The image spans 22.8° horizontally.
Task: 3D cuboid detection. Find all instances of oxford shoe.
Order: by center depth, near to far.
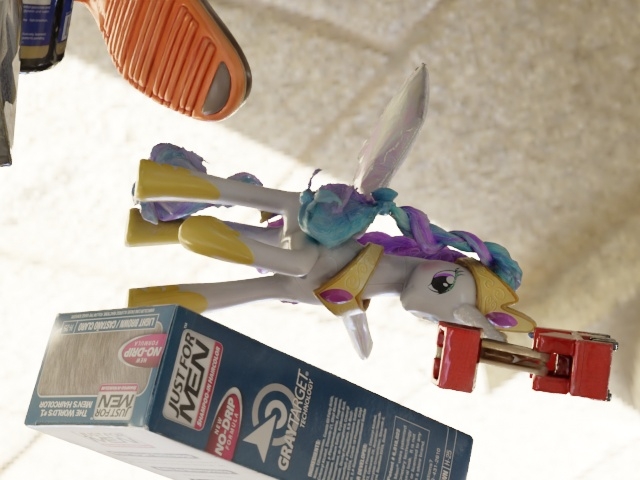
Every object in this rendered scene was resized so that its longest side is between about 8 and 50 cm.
[{"bbox_3d":[-0.161,-0.250,1.616,0.133,0.363,0.130,-7,135,-44],"label":"oxford shoe"}]

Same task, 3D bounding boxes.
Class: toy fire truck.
[{"bbox_3d":[0.156,0.090,1.209,0.135,0.047,0.192,7,-179,6],"label":"toy fire truck"}]

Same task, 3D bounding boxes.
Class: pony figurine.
[{"bbox_3d":[0.000,0.000,1.505,0.364,0.351,0.302,6,113,-10],"label":"pony figurine"}]

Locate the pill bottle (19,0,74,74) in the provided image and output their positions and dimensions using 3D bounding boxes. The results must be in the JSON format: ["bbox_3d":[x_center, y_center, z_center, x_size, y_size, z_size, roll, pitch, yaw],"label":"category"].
[{"bbox_3d":[-0.262,-0.261,1.346,0.123,0.123,0.219,6,111,-21],"label":"pill bottle"}]

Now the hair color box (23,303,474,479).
[{"bbox_3d":[-0.052,0.160,1.334,0.347,0.105,0.174,27,158,-37],"label":"hair color box"}]

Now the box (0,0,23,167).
[{"bbox_3d":[-0.271,-0.108,0.930,0.183,0.231,0.056,-7,121,-6],"label":"box"}]
